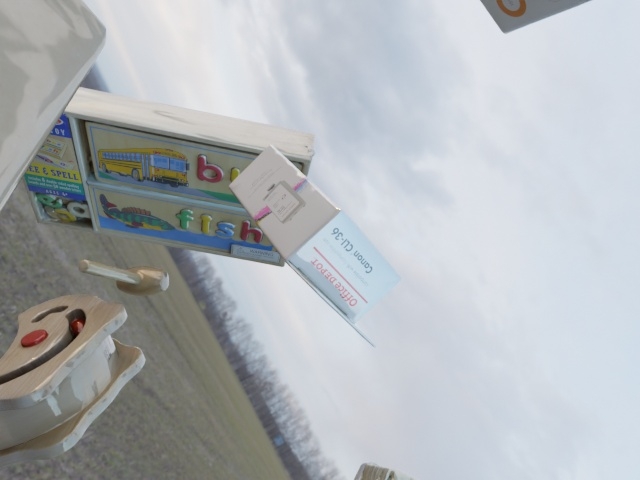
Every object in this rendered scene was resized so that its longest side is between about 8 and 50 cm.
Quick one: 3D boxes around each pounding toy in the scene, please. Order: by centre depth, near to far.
[{"bbox_3d":[-0.300,0.101,0.660,0.269,0.154,0.155,-57,139,-58],"label":"pounding toy"}]

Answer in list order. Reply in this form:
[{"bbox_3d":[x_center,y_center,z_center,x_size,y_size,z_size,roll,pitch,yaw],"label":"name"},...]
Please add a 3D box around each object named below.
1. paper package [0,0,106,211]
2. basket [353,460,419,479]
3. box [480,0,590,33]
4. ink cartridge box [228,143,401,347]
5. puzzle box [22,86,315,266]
[{"bbox_3d":[-0.295,-0.081,0.236,0.309,0.168,0.325,51,37,-39],"label":"paper package"},{"bbox_3d":[0.064,0.292,0.520,0.113,0.167,0.103,25,-25,3],"label":"basket"},{"bbox_3d":[0.324,-0.427,0.723,0.215,0.168,0.345,47,-13,-18],"label":"box"},{"bbox_3d":[0.000,0.000,0.560,0.115,0.067,0.198,45,2,-40],"label":"ink cartridge box"},{"bbox_3d":[-0.228,-0.085,0.872,0.272,0.408,0.052,107,-9,-53],"label":"puzzle box"}]
